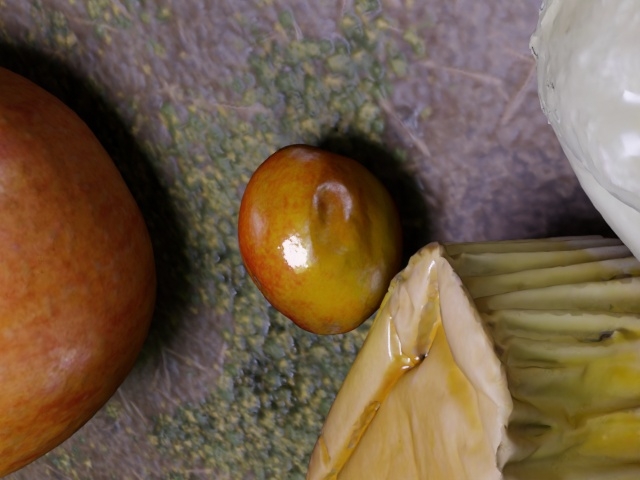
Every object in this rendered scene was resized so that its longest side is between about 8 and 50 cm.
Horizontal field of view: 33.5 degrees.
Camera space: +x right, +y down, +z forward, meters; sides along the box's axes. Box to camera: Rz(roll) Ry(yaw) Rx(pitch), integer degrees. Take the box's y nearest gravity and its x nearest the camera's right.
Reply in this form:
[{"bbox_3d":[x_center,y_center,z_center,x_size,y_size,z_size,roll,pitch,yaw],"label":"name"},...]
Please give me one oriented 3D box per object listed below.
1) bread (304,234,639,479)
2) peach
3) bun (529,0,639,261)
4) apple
[{"bbox_3d":[0.097,0.131,0.548,0.156,0.204,0.288,2,127,-18],"label":"bread"},{"bbox_3d":[-0.001,0.001,0.600,0.100,0.100,0.101,16,124,25],"label":"peach"},{"bbox_3d":[0.235,-0.052,0.337,0.361,0.234,0.326,-3,120,41],"label":"bun"},{"bbox_3d":[-0.271,0.029,0.683,0.298,0.275,0.299,11,119,21],"label":"apple"}]
